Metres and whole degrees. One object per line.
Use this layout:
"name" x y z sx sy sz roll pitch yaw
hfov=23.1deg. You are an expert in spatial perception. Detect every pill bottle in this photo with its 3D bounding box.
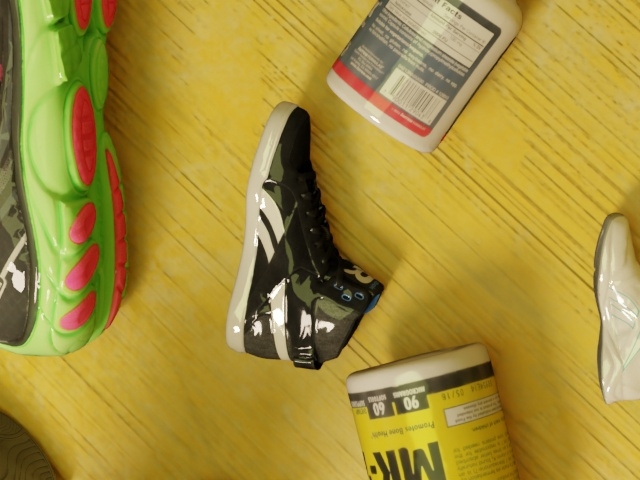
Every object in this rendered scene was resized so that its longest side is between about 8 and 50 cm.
"pill bottle" 0.096 -0.170 1.235 0.108 0.108 0.180 38 102 11
"pill bottle" 0.100 0.194 1.245 0.119 0.119 0.209 -15 87 17

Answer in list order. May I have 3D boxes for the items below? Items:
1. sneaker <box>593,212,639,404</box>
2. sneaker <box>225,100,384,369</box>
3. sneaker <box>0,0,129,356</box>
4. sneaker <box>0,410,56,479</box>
"sneaker" 0.247 0.052 1.236 0.061 0.054 0.152 -4 98 8
"sneaker" 0.000 0.000 1.295 0.121 0.079 0.217 13 105 12
"sneaker" -0.280 -0.141 1.312 0.202 0.185 0.483 -1 92 13
"sneaker" -0.346 0.201 1.415 0.222 0.083 0.118 33 120 6
